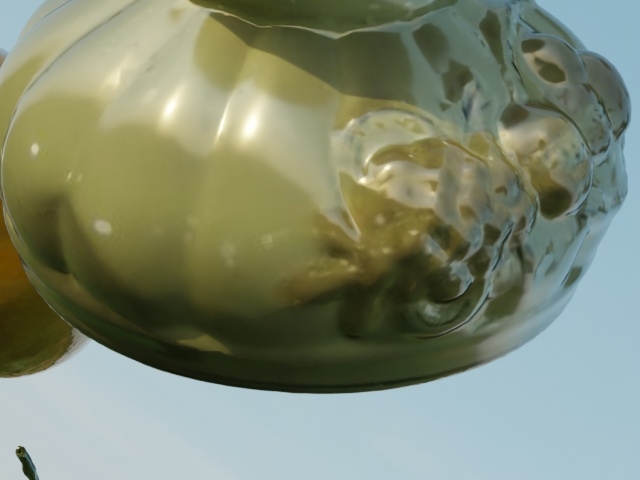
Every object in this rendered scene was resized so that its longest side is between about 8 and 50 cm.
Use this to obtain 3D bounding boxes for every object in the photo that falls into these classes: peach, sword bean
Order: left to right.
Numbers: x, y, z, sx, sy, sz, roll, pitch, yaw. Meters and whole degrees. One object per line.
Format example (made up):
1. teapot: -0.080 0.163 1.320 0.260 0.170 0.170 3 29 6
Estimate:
1. peach: -0.237 -0.023 1.289 0.251 0.153 0.251 159 -90 -76
2. sword bean: -0.220 0.185 1.401 0.012 0.012 0.083 27 -34 28

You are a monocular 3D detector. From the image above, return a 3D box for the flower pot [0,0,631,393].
1. flower pot: -0.002 -0.098 0.847 0.307 0.307 0.244 25 -53 33
